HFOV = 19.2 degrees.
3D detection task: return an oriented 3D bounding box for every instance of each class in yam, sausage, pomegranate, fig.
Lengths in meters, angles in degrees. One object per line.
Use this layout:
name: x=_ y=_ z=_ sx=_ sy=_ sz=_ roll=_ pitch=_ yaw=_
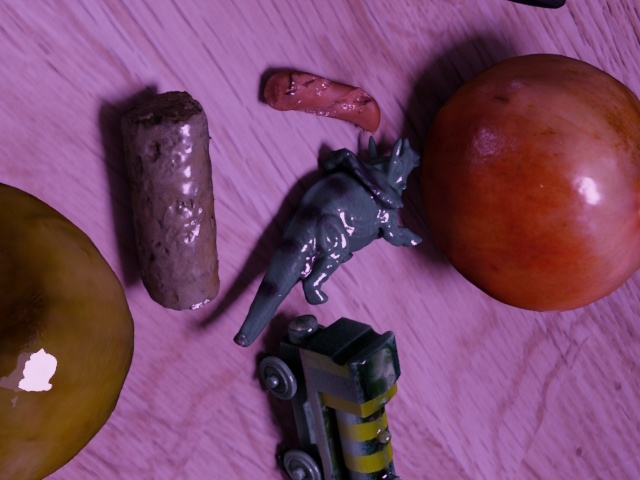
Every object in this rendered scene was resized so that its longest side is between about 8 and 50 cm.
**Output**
yam: x=-0.124 y=-0.034 z=1.598 sx=0.078 sy=0.078 sz=0.179 roll=-30 pitch=125 yaw=-41
sausage: x=0.006 y=-0.129 z=1.751 sx=0.158 sy=0.036 sz=0.042 roll=12 pitch=123 yaw=-52
pomegranate: x=0.239 y=-0.055 z=1.865 sx=0.229 sy=0.270 sz=0.252 roll=-34 pitch=122 yaw=-43
fig: x=-0.244 y=0.076 z=1.372 sx=0.271 sy=0.239 sz=0.239 roll=12 pitch=94 yaw=-53

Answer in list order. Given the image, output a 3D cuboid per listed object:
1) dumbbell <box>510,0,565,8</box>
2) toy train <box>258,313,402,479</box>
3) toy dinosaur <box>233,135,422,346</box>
dumbbell: x=0.217 y=-0.333 z=1.878 sx=0.100 sy=0.100 sz=0.191 roll=9 pitch=96 yaw=-51
toy train: x=0.019 y=0.168 z=1.793 sx=0.083 sy=0.132 sz=0.200 roll=-36 pitch=126 yaw=-36
toy dinosaur: x=0.008 y=0.012 z=1.771 sx=0.292 sy=0.079 sz=0.120 roll=-56 pitch=132 yaw=-24
